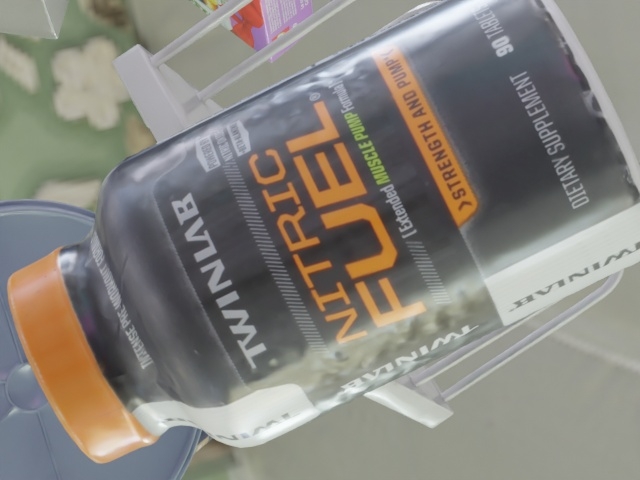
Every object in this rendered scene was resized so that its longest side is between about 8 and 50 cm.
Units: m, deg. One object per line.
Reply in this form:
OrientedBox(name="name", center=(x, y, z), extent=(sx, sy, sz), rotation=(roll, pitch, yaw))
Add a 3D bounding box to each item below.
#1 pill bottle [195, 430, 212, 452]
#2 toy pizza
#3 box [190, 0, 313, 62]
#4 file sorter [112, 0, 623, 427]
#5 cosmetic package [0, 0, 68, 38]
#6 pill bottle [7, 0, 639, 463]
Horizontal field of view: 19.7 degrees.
OrientedBox(name="pill bottle", center=(-0.092, 0.105, 1.209), extent=(0.067, 0.120, 0.067), rotation=(37, -31, 26))
OrientedBox(name="toy pizza", center=(-0.160, 0.078, 0.996), extent=(0.032, 0.201, 0.201), rotation=(179, -104, -70))
OrientedBox(name="box", center=(-0.104, -0.295, 1.447), extent=(0.201, 0.057, 0.293), rotation=(39, -22, 26))
OrientedBox(name="file sorter", center=(0.048, -0.034, 1.058), extent=(0.193, 0.173, 0.278), rotation=(60, 10, 21))
OrientedBox(name="cosmetic package", center=(-0.194, -0.247, 1.099), extent=(0.107, 0.127, 0.238), rotation=(82, 15, -65))
OrientedBox(name="pill bottle", center=(0.000, 0.000, 0.744), extent=(0.130, 0.246, 0.130), rotation=(63, 3, -5))
